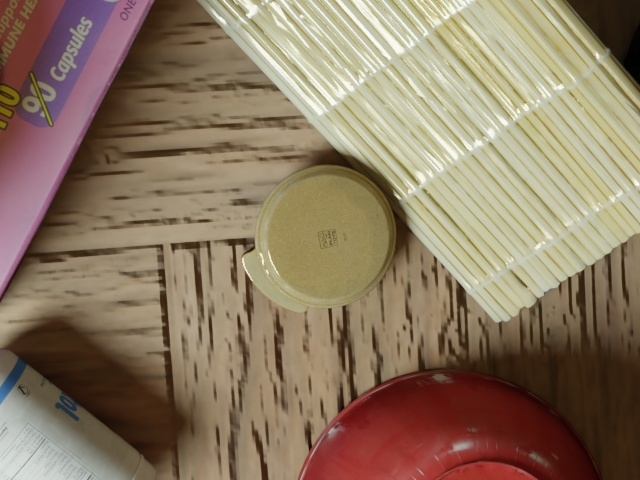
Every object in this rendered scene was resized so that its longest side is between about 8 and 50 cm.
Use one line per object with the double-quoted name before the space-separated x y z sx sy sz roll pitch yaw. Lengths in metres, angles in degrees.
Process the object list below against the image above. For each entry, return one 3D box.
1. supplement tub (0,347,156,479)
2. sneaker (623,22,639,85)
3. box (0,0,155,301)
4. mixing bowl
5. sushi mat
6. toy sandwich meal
"supplement tub" -0.147 0.114 0.856 0.107 0.071 0.071 40 90 -12
"sneaker" 0.252 -0.138 0.874 0.097 0.084 0.235 32 92 -13
"box" -0.227 -0.097 0.795 0.243 0.117 0.214 28 93 -10
"mixing bowl" 0.078 0.158 0.861 0.181 0.098 0.182 0 86 -6
"sushi mat" 0.047 -0.105 0.851 0.151 0.019 0.316 -37 102 29
"toy sandwich meal" 0.000 0.000 0.885 0.085 0.029 0.086 -1 95 -10
